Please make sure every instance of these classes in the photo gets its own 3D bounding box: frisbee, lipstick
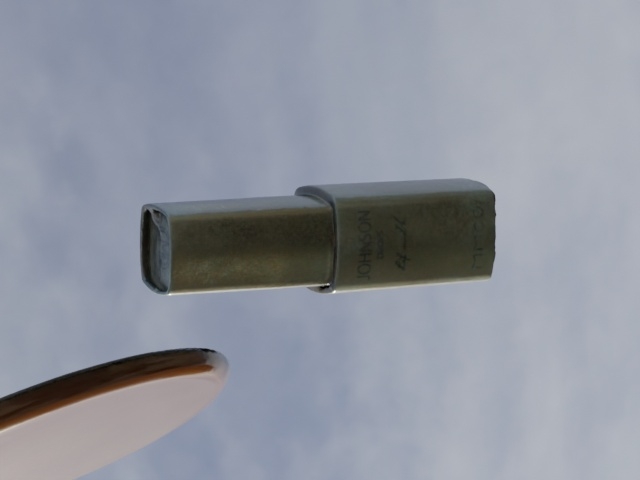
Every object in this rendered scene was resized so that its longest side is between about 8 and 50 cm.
[{"bbox_3d":[-0.172,0.127,1.004,0.251,0.251,0.021,-10,-111,-42],"label":"frisbee"},{"bbox_3d":[0.000,0.000,1.137,0.253,0.077,0.079,-5,-80,-26],"label":"lipstick"}]
